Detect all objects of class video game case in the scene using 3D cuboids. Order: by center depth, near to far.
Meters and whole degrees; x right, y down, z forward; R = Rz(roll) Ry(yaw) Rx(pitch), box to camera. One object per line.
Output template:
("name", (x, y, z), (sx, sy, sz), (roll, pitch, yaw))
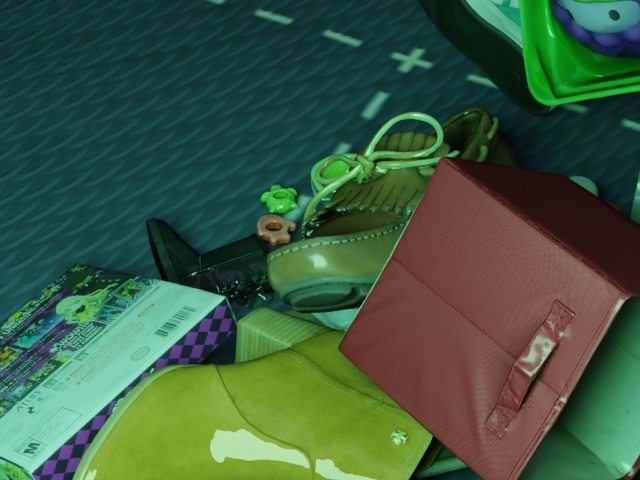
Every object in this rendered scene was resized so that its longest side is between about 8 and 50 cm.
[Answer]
("video game case", (-0.219, 0.112, 1.303), (0.210, 0.042, 0.232), (10, 42, 43))

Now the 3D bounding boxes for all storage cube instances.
("storage cube", (0.168, 0.066, 1.179), (0.193, 0.183, 0.215), (40, 22, 33))

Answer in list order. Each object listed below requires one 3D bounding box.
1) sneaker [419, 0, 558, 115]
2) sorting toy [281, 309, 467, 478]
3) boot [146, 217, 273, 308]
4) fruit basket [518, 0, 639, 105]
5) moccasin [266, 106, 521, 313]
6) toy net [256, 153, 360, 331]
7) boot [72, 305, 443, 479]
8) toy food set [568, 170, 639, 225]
("sneaker", (0.227, -0.277, 1.663), (0.178, 0.124, 0.295), (-27, 59, -17))
("sorting toy", (0.117, 0.117, 1.350), (0.307, 0.041, 0.229), (-11, 42, -10))
("boot", (-0.102, 0.017, 1.442), (0.099, 0.045, 0.121), (-19, 55, -13))
("fruit basket", (0.298, -0.279, 1.378), (0.392, 0.392, 0.283), (-6, 90, -5))
("moccasin", (0.071, -0.038, 1.328), (0.139, 0.147, 0.380), (-11, 11, 39))
("toy net", (0.000, 0.000, 1.432), (0.122, 0.045, 0.232), (-2, 36, 0))
("boot", (-0.033, 0.166, 1.192), (0.211, 0.104, 0.295), (24, 44, 27))
("toy food set", (0.336, -0.028, 1.435), (0.232, 0.104, 0.111), (13, 48, 13))
